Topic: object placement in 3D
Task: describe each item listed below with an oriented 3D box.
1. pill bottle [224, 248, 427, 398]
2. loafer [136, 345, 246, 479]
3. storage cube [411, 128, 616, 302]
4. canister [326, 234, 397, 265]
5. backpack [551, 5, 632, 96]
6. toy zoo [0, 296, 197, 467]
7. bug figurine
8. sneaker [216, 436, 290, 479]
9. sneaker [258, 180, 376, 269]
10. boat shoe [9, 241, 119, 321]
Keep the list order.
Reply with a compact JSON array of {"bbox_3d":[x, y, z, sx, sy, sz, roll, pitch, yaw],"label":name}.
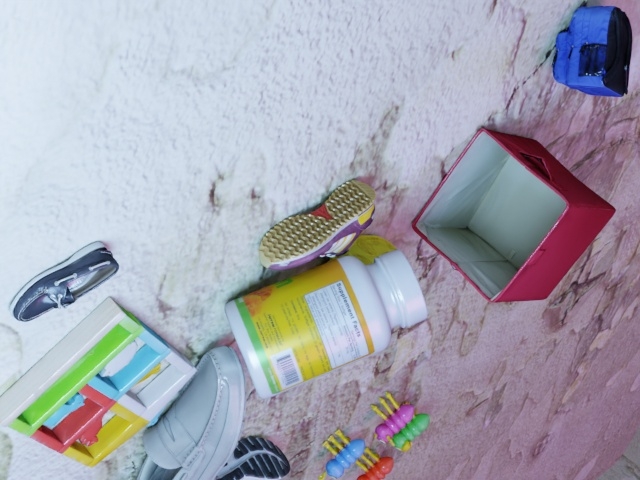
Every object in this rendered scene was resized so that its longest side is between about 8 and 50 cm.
[{"bbox_3d":[0.009,0.102,1.623,0.245,0.136,0.136,-22,150,-6],"label":"pill bottle"},{"bbox_3d":[-0.187,0.280,1.700,0.111,0.112,0.320,4,122,-29],"label":"loafer"},{"bbox_3d":[0.293,-0.035,1.848,0.193,0.183,0.215,2,128,-57],"label":"storage cube"},{"bbox_3d":[0.033,0.080,1.769,0.126,0.073,0.170,-4,134,-52],"label":"canister"},{"bbox_3d":[0.383,-0.271,1.738,0.098,0.101,0.120,7,92,-62],"label":"backpack"},{"bbox_3d":[-0.267,0.191,1.547,0.192,0.030,0.293,-43,153,-4],"label":"toy zoo"},{"bbox_3d":[0.108,0.389,2.318,0.216,0.072,0.279,-45,153,1],"label":"bug figurine"},{"bbox_3d":[-0.140,0.376,1.954,0.208,0.081,0.094,-6,142,-42],"label":"sneaker"},{"bbox_3d":[0.000,0.000,1.610,0.185,0.069,0.084,-31,145,-24],"label":"sneaker"},{"bbox_3d":[-0.274,0.051,1.328,0.125,0.038,0.046,-34,152,-20],"label":"boat shoe"}]
